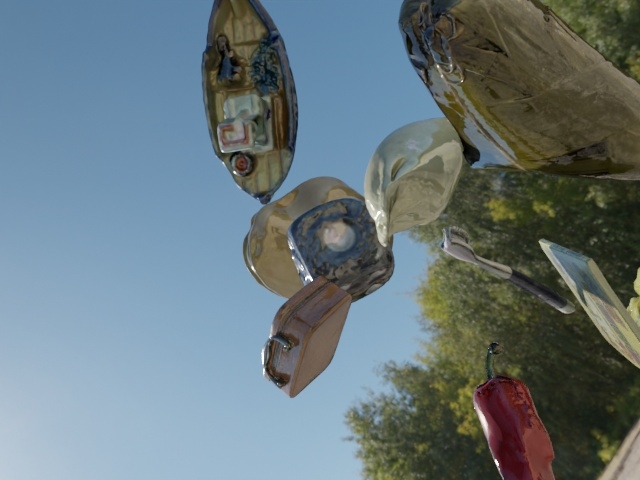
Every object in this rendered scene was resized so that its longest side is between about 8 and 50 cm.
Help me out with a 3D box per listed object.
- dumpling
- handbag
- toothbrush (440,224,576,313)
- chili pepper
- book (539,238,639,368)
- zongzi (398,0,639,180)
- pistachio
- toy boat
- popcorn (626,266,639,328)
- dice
[{"bbox_3d":[0.146,-0.088,0.775,0.252,0.132,0.179,-52,-26,-34],"label":"dumpling"},{"bbox_3d":[-0.026,0.167,0.836,0.151,0.072,0.193,-35,-30,-43],"label":"handbag"},{"bbox_3d":[0.226,0.042,0.578,0.288,0.024,0.026,24,-121,-37],"label":"toothbrush"},{"bbox_3d":[0.346,0.353,0.873,0.110,0.387,0.110,-2,-50,-2],"label":"chili pepper"},{"bbox_3d":[0.329,0.076,0.583,0.013,0.167,0.192,-35,-1,12],"label":"book"},{"bbox_3d":[0.247,-0.154,0.485,0.274,0.300,0.145,32,-96,-51],"label":"zongzi"},{"bbox_3d":[0.000,0.000,1.445,0.446,0.281,0.364,-5,-86,-15],"label":"pistachio"},{"bbox_3d":[-0.088,-0.174,0.596,0.115,0.114,0.261,5,-101,-81],"label":"toy boat"},{"bbox_3d":[0.876,0.139,1.150,0.274,0.279,0.335,-23,-36,-46],"label":"popcorn"},{"bbox_3d":[0.041,0.030,1.059,0.183,0.181,0.183,-21,-24,-9],"label":"dice"}]
